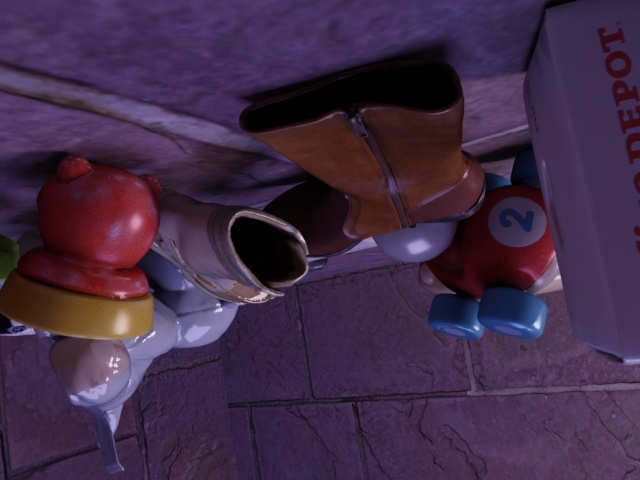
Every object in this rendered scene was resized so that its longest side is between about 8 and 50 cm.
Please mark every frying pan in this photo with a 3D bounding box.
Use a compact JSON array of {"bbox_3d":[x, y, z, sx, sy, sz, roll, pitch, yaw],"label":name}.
[{"bbox_3d":[-0.103,0.078,1.600,0.197,0.053,0.326,-15,175,34],"label":"frying pan"}]

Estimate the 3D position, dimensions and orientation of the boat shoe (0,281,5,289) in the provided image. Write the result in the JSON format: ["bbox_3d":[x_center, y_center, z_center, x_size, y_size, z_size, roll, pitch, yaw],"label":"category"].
[{"bbox_3d":[-0.458,0.039,0.577,0.109,0.091,0.305,-46,175,-1],"label":"boat shoe"}]

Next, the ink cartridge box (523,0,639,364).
[{"bbox_3d":[0.283,-0.051,0.306,0.282,0.207,0.117,-11,172,15],"label":"ink cartridge box"}]

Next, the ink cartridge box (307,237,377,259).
[{"bbox_3d":[0.000,0.000,0.977,0.296,0.066,0.261,-14,171,39],"label":"ink cartridge box"}]

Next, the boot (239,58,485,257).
[{"bbox_3d":[0.009,-0.047,0.486,0.264,0.096,0.280,-3,172,21],"label":"boot"}]

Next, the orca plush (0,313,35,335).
[{"bbox_3d":[-0.499,0.110,1.095,0.287,0.151,0.102,-1,139,-35],"label":"orca plush"}]

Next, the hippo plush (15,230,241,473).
[{"bbox_3d":[-0.204,0.094,0.664,0.236,0.294,0.234,-26,-171,-27],"label":"hippo plush"}]

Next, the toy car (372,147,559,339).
[{"bbox_3d":[0.149,-0.021,0.660,0.237,0.219,0.210,23,163,-15],"label":"toy car"}]

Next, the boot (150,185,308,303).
[{"bbox_3d":[-0.074,0.022,0.554,0.165,0.077,0.213,11,158,39],"label":"boot"}]

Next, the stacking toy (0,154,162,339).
[{"bbox_3d":[-0.294,-0.027,0.400,0.279,0.131,0.309,17,-177,27],"label":"stacking toy"}]

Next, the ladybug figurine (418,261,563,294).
[{"bbox_3d":[0.386,0.011,1.078,0.449,0.162,0.305,-9,-176,-27],"label":"ladybug figurine"}]
